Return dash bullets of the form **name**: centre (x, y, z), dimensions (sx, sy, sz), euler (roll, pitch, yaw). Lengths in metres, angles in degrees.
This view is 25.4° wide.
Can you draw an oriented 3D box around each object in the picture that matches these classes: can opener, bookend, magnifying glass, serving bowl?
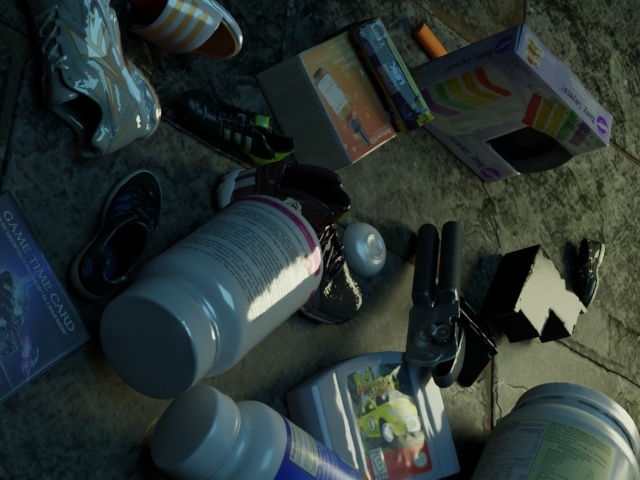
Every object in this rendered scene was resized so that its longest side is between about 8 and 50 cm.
- **can opener**: centre (0.174, 0.094, 2.091), dimensions (0.283, 0.076, 0.095), euler (-80, 157, -48)
- **bookend**: centre (0.347, 0.118, 2.304), dimensions (0.157, 0.072, 0.156), euler (51, 44, -23)
- **magnifying glass**: centre (0.229, -0.271, 2.364), dimensions (0.231, 0.026, 0.092), euler (46, 45, -25)
- **serving bowl**: centre (0.069, 0.011, 2.065), dimensions (0.083, 0.027, 0.083), euler (22, 60, -43)

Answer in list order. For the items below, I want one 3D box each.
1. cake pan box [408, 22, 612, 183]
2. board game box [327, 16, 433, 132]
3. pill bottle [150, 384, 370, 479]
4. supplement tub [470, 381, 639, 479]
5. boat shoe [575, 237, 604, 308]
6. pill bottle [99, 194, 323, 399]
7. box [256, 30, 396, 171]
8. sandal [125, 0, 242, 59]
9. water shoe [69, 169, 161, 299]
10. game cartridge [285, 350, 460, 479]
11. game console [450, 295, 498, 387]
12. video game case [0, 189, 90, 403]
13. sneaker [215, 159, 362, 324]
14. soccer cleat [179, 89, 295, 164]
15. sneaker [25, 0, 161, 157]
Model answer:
- **cake pan box**: centre (0.291, -0.206, 2.238), dimensions (0.267, 0.245, 0.070), euler (39, 53, -34)
- **board game box**: centre (0.087, -0.243, 2.102), dimensions (0.048, 0.141, 0.170), euler (-32, 102, -13)
- **pill bottle**: centre (-0.069, 0.286, 1.699), dimensions (0.272, 0.152, 0.152), euler (39, 49, -32)
- **supplement tub**: centre (0.325, 0.385, 2.044), dimensions (0.235, 0.235, 0.325), euler (53, 43, -20)
- **boat shoe**: centre (0.465, 0.058, 2.490), dimensions (0.042, 0.049, 0.133), euler (20, 64, -11)
- **pill bottle**: centre (-0.128, 0.066, 1.701), dimensions (0.283, 0.160, 0.160), euler (-40, 105, -53)
- **box**: centre (0.009, -0.192, 2.029), dimensions (0.130, 0.091, 0.170), euler (-36, 102, -49)
- **sandal**: centre (-0.221, -0.303, 1.814), dimensions (0.265, 0.102, 0.076), euler (38, 50, -22)
- **water shoe**: centre (-0.224, -0.010, 1.698), dimensions (0.073, 0.080, 0.203), euler (47, 45, -27)
- **game cartridge**: centre (0.077, 0.254, 1.960), dimensions (0.294, 0.060, 0.196), euler (-6, 76, -50)
- **game console**: centre (0.210, 0.144, 2.186), dimensions (0.122, 0.071, 0.107), euler (47, 15, -27)
- **video game case**: centre (-0.384, 0.085, 1.521), dimensions (0.274, 0.026, 0.196), euler (-39, 105, -50)
- **sneaker**: centre (0.000, 0.000, 1.884), dimensions (0.281, 0.162, 0.106), euler (45, 46, -27)
- **soccer cleat**: centre (-0.109, -0.157, 1.893), dimensions (0.179, 0.072, 0.060), euler (30, 54, -38)
- **sneaker**: centre (-0.295, -0.219, 1.692), dimensions (0.121, 0.099, 0.262), euler (-42, 106, -44)
